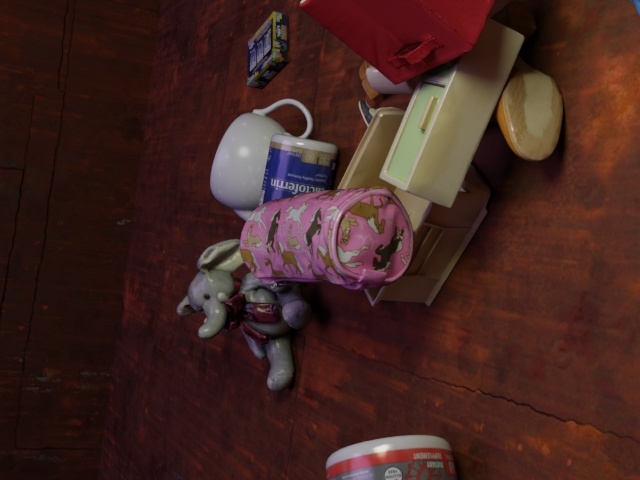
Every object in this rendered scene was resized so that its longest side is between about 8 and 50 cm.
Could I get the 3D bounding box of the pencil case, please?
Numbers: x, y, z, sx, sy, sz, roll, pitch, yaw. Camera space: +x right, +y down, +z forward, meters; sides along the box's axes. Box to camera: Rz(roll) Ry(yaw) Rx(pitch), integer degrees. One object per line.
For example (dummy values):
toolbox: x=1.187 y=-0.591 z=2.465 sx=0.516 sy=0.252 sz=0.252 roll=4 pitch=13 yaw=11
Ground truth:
pencil case: x=0.000 y=0.000 z=1.412 sx=0.386 sy=0.160 sz=0.167 roll=-4 pitch=113 yaw=61

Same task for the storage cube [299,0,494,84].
storage cube: x=0.120 y=-0.367 z=1.137 sx=0.184 sy=0.193 sz=0.215 roll=-11 pitch=49 yaw=59

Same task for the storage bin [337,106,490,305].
storage bin: x=0.150 y=-0.063 z=1.441 sx=0.260 sy=0.123 sz=0.262 roll=-64 pitch=33 yaw=32

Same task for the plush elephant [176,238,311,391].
plush elephant: x=-0.187 y=0.144 z=1.850 sx=0.271 sy=0.256 sz=0.330 roll=108 pitch=156 yaw=-43

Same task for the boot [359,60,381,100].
boot: x=0.124 y=-0.393 z=1.628 sx=0.152 sy=0.073 sz=0.197 roll=136 pitch=137 yaw=-55

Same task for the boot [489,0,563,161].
boot: x=0.272 y=-0.211 z=1.292 sx=0.211 sy=0.104 sz=0.295 roll=134 pitch=140 yaw=-56

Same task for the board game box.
board game box: x=-0.142 y=-0.506 z=2.173 sx=0.170 sy=0.048 sz=0.141 roll=-29 pitch=57 yaw=57

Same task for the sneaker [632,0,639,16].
sneaker: x=0.436 y=-0.302 z=1.019 sx=0.067 sy=0.078 sz=0.188 roll=90 pitch=162 yaw=-70

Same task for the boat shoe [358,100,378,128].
boat shoe: x=0.111 y=-0.240 z=1.643 sx=0.043 sy=0.049 sz=0.137 roll=-26 pitch=46 yaw=8

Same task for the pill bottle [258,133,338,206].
pill bottle: x=-0.057 y=-0.095 z=1.803 sx=0.153 sy=0.153 sz=0.264 roll=24 pitch=105 yaw=61

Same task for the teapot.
teapot: x=-0.131 y=-0.176 z=1.935 sx=0.256 sy=0.187 sz=0.252 roll=95 pitch=-159 yaw=-55

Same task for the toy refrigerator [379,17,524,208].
toy refrigerator: x=0.187 y=-0.195 z=1.205 sx=0.269 sy=0.094 sz=0.102 roll=-67 pitch=24 yaw=9

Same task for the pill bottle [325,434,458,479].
pill bottle: x=0.131 y=0.500 z=1.246 sx=0.210 sy=0.210 sz=0.362 roll=-43 pitch=48 yaw=50

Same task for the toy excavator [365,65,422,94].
toy excavator: x=0.139 y=-0.527 z=1.339 sx=0.222 sy=0.433 sz=0.445 roll=10 pitch=58 yaw=40
